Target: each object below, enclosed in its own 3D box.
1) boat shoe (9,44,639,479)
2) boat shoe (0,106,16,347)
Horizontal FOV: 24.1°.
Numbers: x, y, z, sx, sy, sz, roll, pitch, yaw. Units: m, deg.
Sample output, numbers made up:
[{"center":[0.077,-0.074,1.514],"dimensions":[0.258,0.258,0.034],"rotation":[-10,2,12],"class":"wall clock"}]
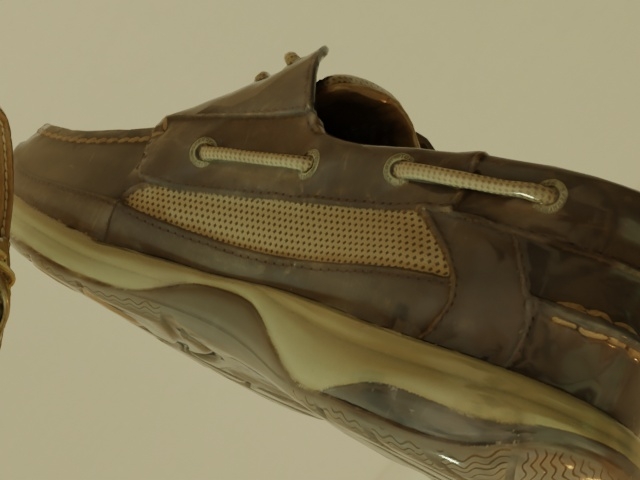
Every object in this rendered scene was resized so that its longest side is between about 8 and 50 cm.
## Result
[{"center":[0.000,0.000,0.601],"dimensions":[0.355,0.130,0.132],"rotation":[22,169,43],"class":"boat shoe"},{"center":[-0.114,0.018,0.455],"dimensions":[0.050,0.135,0.045],"rotation":[14,170,-38],"class":"boat shoe"}]
